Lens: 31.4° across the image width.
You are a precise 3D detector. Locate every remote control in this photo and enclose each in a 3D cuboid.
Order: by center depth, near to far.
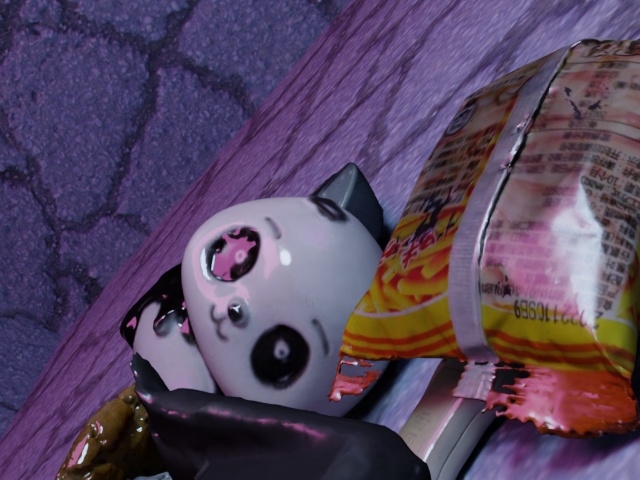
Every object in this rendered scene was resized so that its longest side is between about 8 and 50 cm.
[{"bbox_3d":[0.073,0.118,0.690,0.122,0.032,0.074,-56,13,-10],"label":"remote control"}]

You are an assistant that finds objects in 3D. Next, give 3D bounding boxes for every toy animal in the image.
[{"bbox_3d":[-0.041,0.068,0.913,0.165,0.187,0.235,-16,-15,-39],"label":"toy animal"}]

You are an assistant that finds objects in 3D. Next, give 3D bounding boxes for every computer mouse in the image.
[{"bbox_3d":[0.000,0.000,1.177,0.167,0.090,0.379,-43,5,6],"label":"computer mouse"}]

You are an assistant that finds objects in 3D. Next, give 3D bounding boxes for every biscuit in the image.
[{"bbox_3d":[-0.167,0.230,0.986,0.226,0.042,0.226,-44,-39,-49],"label":"biscuit"}]

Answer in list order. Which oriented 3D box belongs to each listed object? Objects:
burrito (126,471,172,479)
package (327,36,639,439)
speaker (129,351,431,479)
[{"bbox_3d":[-0.166,0.318,0.843,0.445,0.101,0.139,-62,-2,-38],"label":"burrito"},{"bbox_3d":[0.127,-0.023,0.667,0.223,0.108,0.288,-9,40,53],"label":"package"},{"bbox_3d":[-0.074,0.217,0.407,0.184,0.180,0.388,0,33,32],"label":"speaker"}]
